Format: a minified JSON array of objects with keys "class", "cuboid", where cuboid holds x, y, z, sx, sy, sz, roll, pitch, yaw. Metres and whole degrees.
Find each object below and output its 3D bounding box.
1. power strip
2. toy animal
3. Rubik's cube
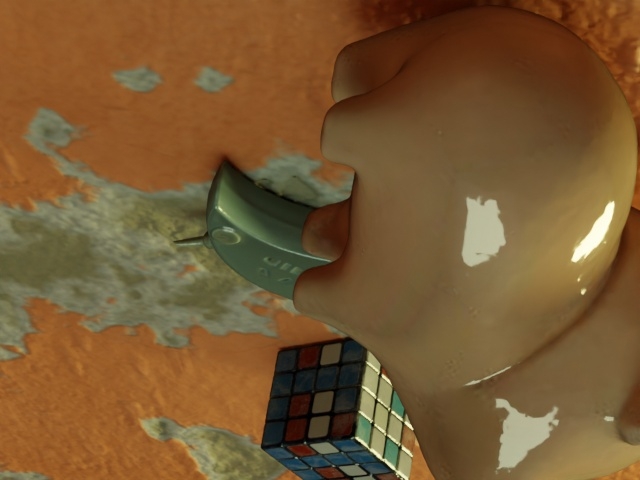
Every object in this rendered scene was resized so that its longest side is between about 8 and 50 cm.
[{"class":"power strip","cuboid":[0.000,0.000,1.197,0.216,0.044,0.137,6,150,5]},{"class":"toy animal","cuboid":[0.120,0.011,1.019,0.269,0.237,0.326,11,135,5]},{"class":"Rubik's cube","cuboid":[0.019,0.144,1.382,0.092,0.092,0.092,-11,144,33]}]
